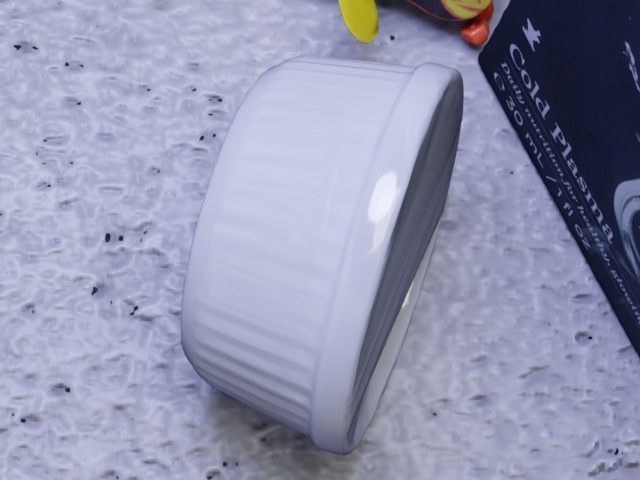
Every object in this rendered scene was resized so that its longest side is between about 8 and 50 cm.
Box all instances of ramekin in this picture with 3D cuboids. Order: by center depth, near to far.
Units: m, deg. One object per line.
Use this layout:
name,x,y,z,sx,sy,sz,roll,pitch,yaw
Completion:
ramekin,0.000,0.000,1.263,0.127,0.273,0.273,16,73,10

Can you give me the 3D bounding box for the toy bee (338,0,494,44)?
toy bee,0.071,-0.212,1.391,0.298,0.162,0.195,19,53,30

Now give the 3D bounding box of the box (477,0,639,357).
box,0.373,-0.054,1.212,0.297,0.472,0.480,-25,79,-14
